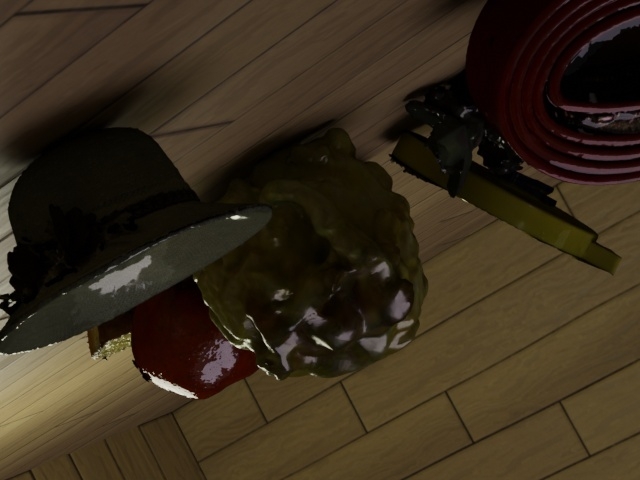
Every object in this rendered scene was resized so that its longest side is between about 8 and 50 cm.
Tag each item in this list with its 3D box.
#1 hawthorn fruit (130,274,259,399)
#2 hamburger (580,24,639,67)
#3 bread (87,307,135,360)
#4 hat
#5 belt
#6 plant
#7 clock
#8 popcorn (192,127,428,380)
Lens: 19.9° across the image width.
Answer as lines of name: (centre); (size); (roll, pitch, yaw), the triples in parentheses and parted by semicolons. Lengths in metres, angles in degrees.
hawthorn fruit: (-0.157, 0.099, 2.335); (0.185, 0.185, 0.202); (-26, 142, -16)
hamburger: (0.309, -0.188, 1.854); (0.237, 0.237, 0.149); (-28, -154, -2)
bread: (-0.246, 0.105, 2.465); (0.187, 0.065, 0.103); (-24, 174, -40)
hat: (-0.180, -0.019, 1.501); (0.257, 0.130, 0.257); (-28, 173, -4)
belt: (0.302, -0.182, 1.709); (0.324, 0.227, 0.115); (-18, -152, -6)
plant: (0.203, -0.146, 2.110); (0.203, 0.142, 0.131); (-36, -176, -10)
clock: (0.228, -0.067, 2.284); (0.071, 0.293, 0.277); (-63, -154, 7)
popcorn: (-0.016, 0.021, 2.001); (0.293, 0.237, 0.293); (0, 138, 0)
